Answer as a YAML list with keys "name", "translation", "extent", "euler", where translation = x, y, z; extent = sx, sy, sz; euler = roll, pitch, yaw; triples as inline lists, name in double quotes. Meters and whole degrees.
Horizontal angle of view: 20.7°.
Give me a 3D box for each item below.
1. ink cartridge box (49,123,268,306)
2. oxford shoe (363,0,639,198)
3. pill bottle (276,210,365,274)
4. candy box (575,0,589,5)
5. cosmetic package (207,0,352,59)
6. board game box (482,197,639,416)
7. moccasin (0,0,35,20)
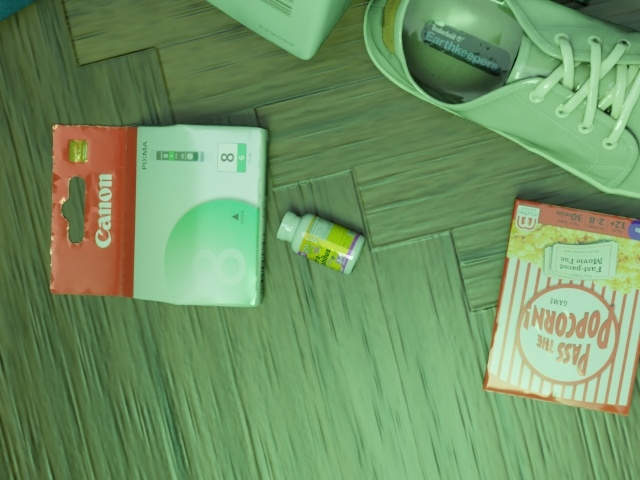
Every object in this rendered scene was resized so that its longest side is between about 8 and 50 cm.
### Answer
- name: "ink cartridge box"
  translation: [-0.166, -0.028, 1.765]
  extent: [0.225, 0.056, 0.181]
  euler: [2, 93, 4]
- name: "oxford shoe"
  translation: [0.253, -0.146, 1.680]
  extent: [0.449, 0.130, 0.169]
  euler: [20, 91, 2]
- name: "pill bottle"
  translation: [0.000, 0.000, 1.753]
  extent: [0.083, 0.043, 0.043]
  euler: [23, 95, 5]
- name: "candy box"
  translation: [0.192, -0.289, 1.643]
  extent: [0.165, 0.196, 0.070]
  euler: [23, 95, 4]
- name: "cosmetic package"
  translation: [-0.028, -0.441, 1.545]
  extent: [0.327, 0.329, 0.393]
  euler: [33, 76, 4]
- name: "board game box"
  translation: [0.248, 0.065, 1.730]
  extent: [0.147, 0.045, 0.193]
  euler: [9, 94, 5]
- name: "moccasin"
  translation: [-0.284, -0.319, 1.738]
  extent: [0.342, 0.138, 0.117]
  euler: [-34, 85, -8]
